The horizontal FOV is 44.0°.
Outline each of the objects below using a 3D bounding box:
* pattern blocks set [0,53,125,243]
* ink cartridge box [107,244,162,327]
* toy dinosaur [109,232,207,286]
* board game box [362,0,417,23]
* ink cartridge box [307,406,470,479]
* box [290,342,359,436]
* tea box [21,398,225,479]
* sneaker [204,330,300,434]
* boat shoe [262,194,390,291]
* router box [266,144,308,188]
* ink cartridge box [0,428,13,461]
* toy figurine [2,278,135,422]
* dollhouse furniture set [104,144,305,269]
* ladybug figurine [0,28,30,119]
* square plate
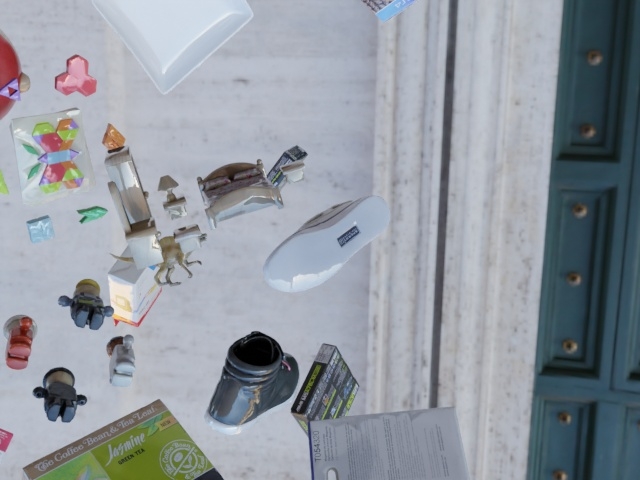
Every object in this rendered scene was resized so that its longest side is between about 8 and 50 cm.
[{"bbox_3d":[-0.510,-0.163,1.518,0.286,0.324,0.026,-31,-144,-25],"label":"pattern blocks set"},{"bbox_3d":[-0.461,0.119,1.980,0.078,0.231,0.134,21,-130,8],"label":"ink cartridge box"},{"bbox_3d":[-0.289,0.039,1.472,0.183,0.092,0.053,-16,168,1],"label":"toy dinosaur"},{"bbox_3d":[0.086,-0.586,1.414,0.291,0.232,0.141,36,139,-30],"label":"board game box"},{"bbox_3d":[0.148,0.519,1.657,0.330,0.071,0.324,-6,-128,1],"label":"ink cartridge box"},{"bbox_3d":[0.014,0.368,1.847,0.045,0.184,0.190,8,-126,29],"label":"box"},{"bbox_3d":[-0.393,0.563,1.623,0.329,0.219,0.323,-23,-123,-42],"label":"tea box"},{"bbox_3d":[-0.092,0.225,1.412,0.105,0.146,0.296,28,-160,15],"label":"sneaker"},{"bbox_3d":[0.000,0.000,1.364,0.268,0.096,0.088,-38,-160,-26],"label":"boat shoe"},{"bbox_3d":[-0.089,-0.158,1.829,0.038,0.122,0.092,40,-156,2],"label":"router box"},{"bbox_3d":[-0.599,0.374,1.313,0.109,0.150,0.063,34,144,-26],"label":"ink cartridge box"},{"bbox_3d":[-0.456,0.200,1.456,0.210,0.213,0.148,-32,-155,-7],"label":"toy figurine"},{"bbox_3d":[-0.188,-0.118,1.420,0.356,0.173,0.303,-18,-161,-8],"label":"dollhouse furniture set"},{"bbox_3d":[-0.760,-0.304,1.444,0.450,0.304,0.162,-5,-154,-31],"label":"ladybug figurine"},{"bbox_3d":[-0.380,-0.612,2.070,0.344,0.347,0.049,-43,-131,-7],"label":"square plate"}]
